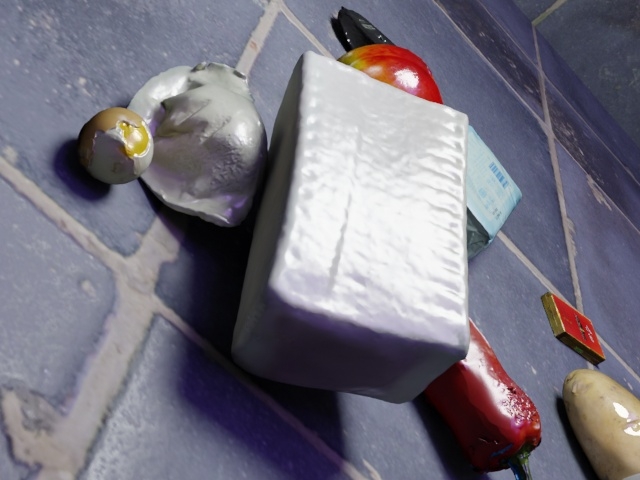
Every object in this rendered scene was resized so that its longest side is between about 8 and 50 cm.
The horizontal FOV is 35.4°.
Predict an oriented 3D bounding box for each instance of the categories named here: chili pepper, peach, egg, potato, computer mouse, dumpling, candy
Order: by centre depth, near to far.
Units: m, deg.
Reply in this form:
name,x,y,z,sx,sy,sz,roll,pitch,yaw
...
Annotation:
name,x,y,z,sx,sy,sz,roll,pitch,yaw
egg,-0.193,-0.092,0.952,0.071,0.071,0.083,41,27,-23
candy,0.034,-0.014,1.035,0.208,0.145,0.359,19,48,-15
dumpling,-0.130,-0.102,1.045,0.155,0.111,0.181,10,32,-12
chili pepper,0.171,0.160,1.195,0.110,0.110,0.388,10,45,-54
peach,0.092,-0.174,1.389,0.192,0.190,0.190,12,44,-27
potato,0.441,0.297,1.463,0.235,0.128,0.161,48,10,1
computer mouse,0.084,-0.332,1.724,0.172,0.057,0.099,47,26,15

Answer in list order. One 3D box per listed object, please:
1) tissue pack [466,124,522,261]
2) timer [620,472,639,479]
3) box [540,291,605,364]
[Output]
name,x,y,z,sx,sy,sz,roll,pitch,yaw
tissue pack,0.224,-0.083,1.607,0.177,0.089,0.263,51,28,-1
timer,0.489,0.425,1.241,0.285,0.285,0.285,39,29,-27
box,0.437,0.152,1.734,0.133,0.023,0.090,33,34,-34
